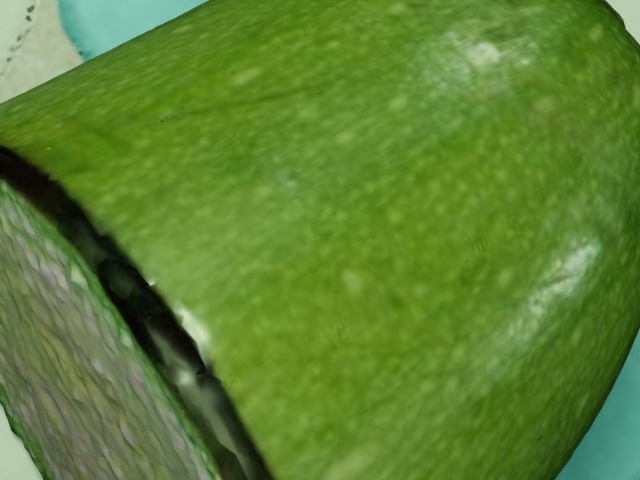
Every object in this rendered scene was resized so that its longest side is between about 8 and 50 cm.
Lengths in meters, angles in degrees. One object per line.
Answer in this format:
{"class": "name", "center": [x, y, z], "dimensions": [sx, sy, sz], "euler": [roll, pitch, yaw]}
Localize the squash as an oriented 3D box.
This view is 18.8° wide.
{"class": "squash", "center": [0.026, 0.018, 0.866], "dimensions": [0.309, 0.310, 0.310], "euler": [-30, 100, -23]}
